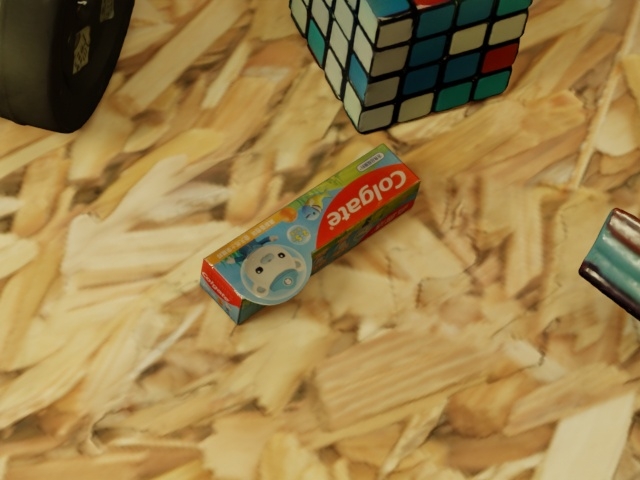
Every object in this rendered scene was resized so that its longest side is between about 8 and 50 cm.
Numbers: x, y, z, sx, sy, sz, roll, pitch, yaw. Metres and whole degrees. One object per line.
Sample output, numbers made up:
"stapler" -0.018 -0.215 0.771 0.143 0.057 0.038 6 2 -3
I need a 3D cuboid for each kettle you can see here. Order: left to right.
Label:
"kettle" -0.319 -0.251 1.472 0.324 0.228 0.321 14 28 7

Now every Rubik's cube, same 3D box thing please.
"Rubik's cube" 0.074 -0.209 1.515 0.151 0.154 0.155 -17 59 -18

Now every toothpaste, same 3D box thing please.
"toothpaste" 0.000 0.000 1.428 0.193 0.044 0.070 -34 68 -27

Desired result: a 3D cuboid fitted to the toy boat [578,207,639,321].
"toy boat" 0.373 0.108 1.372 0.392 0.136 0.079 37 87 12
